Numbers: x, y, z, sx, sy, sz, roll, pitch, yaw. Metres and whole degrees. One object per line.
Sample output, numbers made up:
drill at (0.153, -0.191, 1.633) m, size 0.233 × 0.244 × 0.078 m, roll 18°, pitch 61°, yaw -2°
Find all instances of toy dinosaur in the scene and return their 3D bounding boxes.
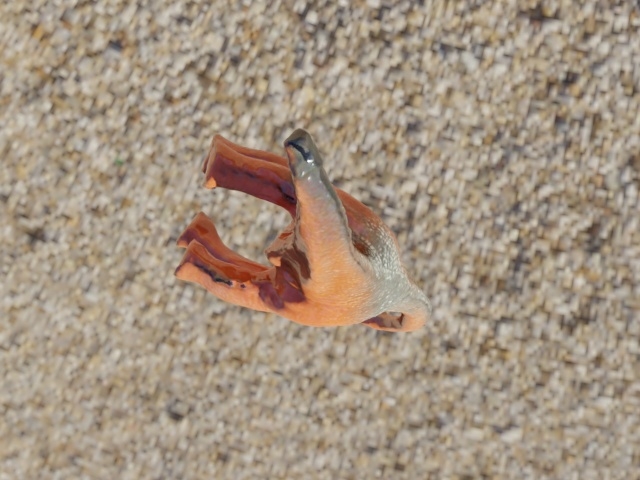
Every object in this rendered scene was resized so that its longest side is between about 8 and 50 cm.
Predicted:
toy dinosaur at (-0.003, 0.006, 0.527) m, size 0.101 × 0.055 × 0.279 m, roll 27°, pitch 178°, yaw 3°
